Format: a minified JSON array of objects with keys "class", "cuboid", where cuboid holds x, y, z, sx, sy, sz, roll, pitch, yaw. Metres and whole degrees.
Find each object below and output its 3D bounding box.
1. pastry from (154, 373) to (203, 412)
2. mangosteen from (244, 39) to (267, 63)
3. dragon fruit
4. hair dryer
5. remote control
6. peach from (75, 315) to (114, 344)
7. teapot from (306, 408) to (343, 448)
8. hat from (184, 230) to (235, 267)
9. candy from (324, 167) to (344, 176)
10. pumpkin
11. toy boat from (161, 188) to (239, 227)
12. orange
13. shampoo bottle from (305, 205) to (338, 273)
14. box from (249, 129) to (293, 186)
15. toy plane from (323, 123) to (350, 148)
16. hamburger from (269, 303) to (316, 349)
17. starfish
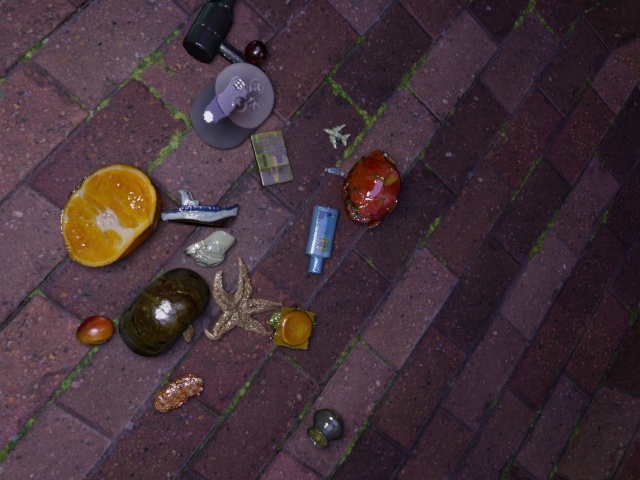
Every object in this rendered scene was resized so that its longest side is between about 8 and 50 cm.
[{"class":"pastry","cuboid":[-0.488,0.514,1.469,0.169,0.063,0.087,-25,106,-23]},{"class":"mangosteen","cuboid":[-0.225,-0.661,1.510,0.081,0.081,0.080,0,89,-20]},{"class":"dragon fruit","cuboid":[0.196,-0.199,1.633,0.250,0.315,0.250,-1,127,-1]},{"class":"hair dryer","cuboid":[-0.306,-0.714,1.548,0.302,0.116,0.244,32,79,-28]},{"class":"remote control","cuboid":[-0.307,-0.474,1.518,0.332,0.103,0.221,-48,117,-7]},{"class":"peach","cuboid":[-0.721,0.287,1.367,0.101,0.101,0.100,0,89,-20]},{"class":"teapot","cuboid":[0.017,0.718,1.610,0.119,0.130,0.165,-34,133,-47]},{"class":"hat","cuboid":[-0.383,0.029,1.518,0.122,0.081,0.166,30,58,22]},{"class":"candy","cuboid":[0.057,-0.275,1.698,0.083,0.020,0.030,16,83,-17]},{"class":"pumpkin","cuboid":[-0.491,0.250,1.387,0.242,0.232,0.325,42,80,-17]},{"class":"toy boat","cuboid":[-0.415,-0.110,1.478,0.262,0.114,0.115,6,82,-20]},{"class":"orange","cuboid":[-0.636,-0.084,1.330,0.274,0.274,0.310,22,125,-18]},{"class":"shampoo bottle","cuboid":[0.000,0.000,1.650,0.104,0.061,0.258,11,85,-18]},{"class":"box","cuboid":[-0.183,-0.307,1.609,0.121,0.030,0.193,-15,93,-19]},{"class":"toy plane","cuboid":[0.062,-0.418,1.693,0.111,0.040,0.102,20,93,-20]},{"class":"hamburger","cuboid":[-0.108,0.317,1.581,0.190,0.093,0.164,30,76,-29]},{"class":"starfish","cuboid":[-0.276,0.235,1.549,0.302,0.060,0.299,30,72,-30]}]
